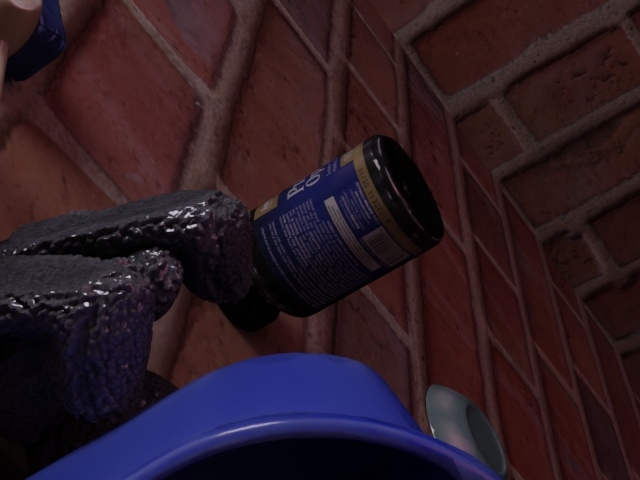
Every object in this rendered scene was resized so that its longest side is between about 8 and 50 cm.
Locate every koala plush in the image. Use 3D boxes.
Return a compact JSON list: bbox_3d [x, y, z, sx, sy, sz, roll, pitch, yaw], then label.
[{"bbox_3d":[-0.140,0.104,0.655,0.196,0.203,0.221,-48,128,-60],"label":"koala plush"}]

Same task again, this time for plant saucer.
[{"bbox_3d":[0.210,0.276,1.399,0.195,0.037,0.195,49,22,-29],"label":"plant saucer"}]

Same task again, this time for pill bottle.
[{"bbox_3d":[0.000,0.000,1.013,0.123,0.219,0.123,49,22,-28],"label":"pill bottle"}]

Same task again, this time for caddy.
[{"bbox_3d":[-0.049,0.206,0.468,0.241,0.341,0.179,58,4,-10],"label":"caddy"}]

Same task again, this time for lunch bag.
[{"bbox_3d":[-0.264,-0.193,0.874,0.065,0.067,0.098,31,33,-54],"label":"lunch bag"}]

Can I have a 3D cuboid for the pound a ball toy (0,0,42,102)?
[{"bbox_3d":[-0.251,-0.094,0.598,0.208,0.135,0.319,22,40,-35],"label":"pound a ball toy"}]
